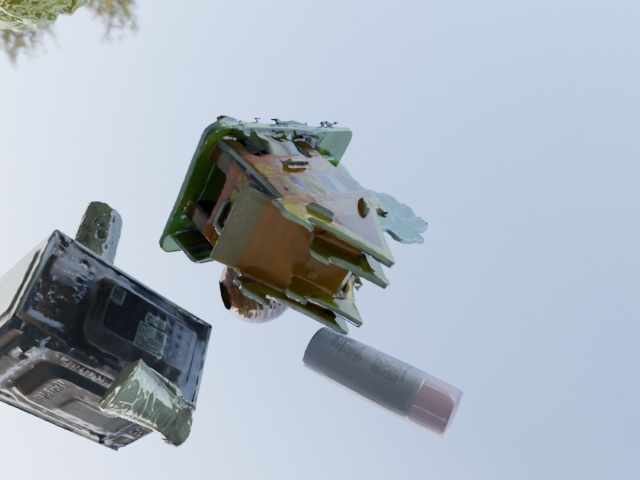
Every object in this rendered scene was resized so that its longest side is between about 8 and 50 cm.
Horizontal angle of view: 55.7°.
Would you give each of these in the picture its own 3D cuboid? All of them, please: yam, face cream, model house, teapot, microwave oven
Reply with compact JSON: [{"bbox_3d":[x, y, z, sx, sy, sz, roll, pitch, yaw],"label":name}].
[{"bbox_3d":[-0.550,0.002,1.489,0.107,0.107,0.194,-13,-128,21],"label":"yam"},{"bbox_3d":[0.076,0.175,0.762,0.198,0.084,0.057,24,-64,21],"label":"face cream"},{"bbox_3d":[0.000,0.000,0.922,0.313,0.357,0.243,47,-59,25],"label":"model house"},{"bbox_3d":[-0.156,0.153,0.570,0.057,0.083,0.067,-44,-167,23],"label":"teapot"},{"bbox_3d":[-0.351,0.169,0.907,0.237,0.295,0.181,-31,-144,30],"label":"microwave oven"}]

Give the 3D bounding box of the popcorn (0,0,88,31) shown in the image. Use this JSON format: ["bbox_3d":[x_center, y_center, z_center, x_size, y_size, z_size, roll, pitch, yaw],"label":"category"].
[{"bbox_3d":[-0.436,-0.394,0.813,0.256,0.195,0.255,28,-119,-2],"label":"popcorn"}]

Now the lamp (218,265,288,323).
[{"bbox_3d":[-0.107,0.077,1.045,0.136,0.136,0.137,-10,-116,22],"label":"lamp"}]
